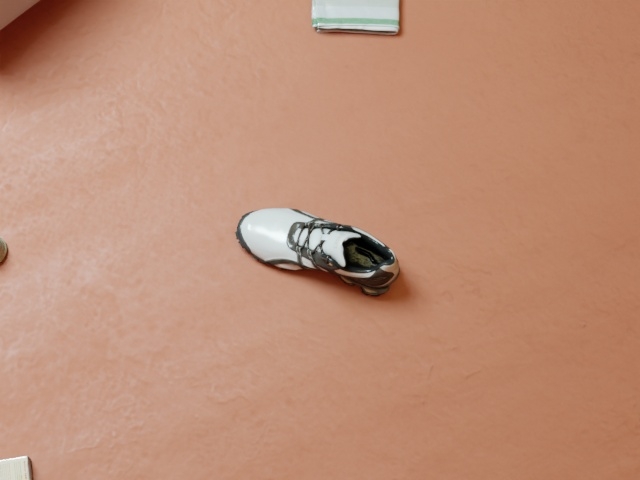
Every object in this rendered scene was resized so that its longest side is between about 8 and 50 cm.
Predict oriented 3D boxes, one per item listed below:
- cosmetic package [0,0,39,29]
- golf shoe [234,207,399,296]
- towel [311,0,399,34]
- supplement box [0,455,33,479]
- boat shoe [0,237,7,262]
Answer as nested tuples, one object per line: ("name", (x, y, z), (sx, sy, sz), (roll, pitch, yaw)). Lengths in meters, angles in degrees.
("cosmetic package", (-0.327, -0.415, 1.369), (0.197, 0.155, 0.365), (43, 60, 2))
("golf shoe", (0.000, 0.000, 1.387), (0.198, 0.094, 0.077), (15, 73, -1))
("towel", (0.043, -0.333, 1.531), (0.113, 0.023, 0.152), (1, 71, -9))
("supplement box", (-0.359, 0.270, 1.288), (0.098, 0.036, 0.062), (-6, 74, -9))
("boat shoe", (-0.422, -0.012, 1.359), (0.135, 0.045, 0.050), (16, 72, -2))
